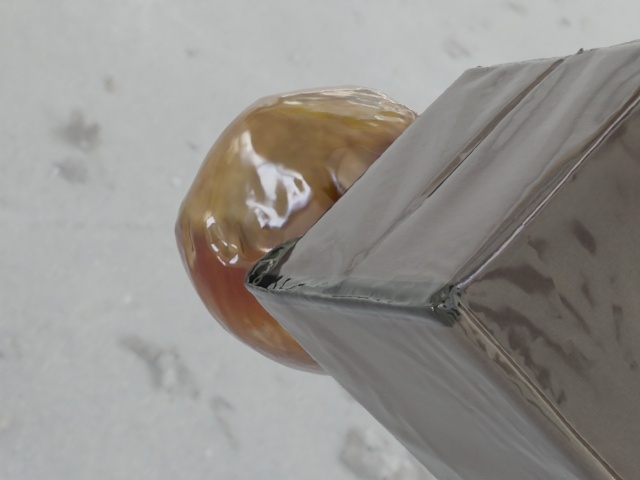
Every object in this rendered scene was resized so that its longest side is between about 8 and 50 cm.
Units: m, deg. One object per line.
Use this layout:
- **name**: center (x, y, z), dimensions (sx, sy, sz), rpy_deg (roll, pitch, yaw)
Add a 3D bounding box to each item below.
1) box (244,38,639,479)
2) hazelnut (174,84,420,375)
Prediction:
- **box**: center (0.129, 0.051, 0.727), dimensions (0.252, 0.188, 0.153), rpy_deg (46, 74, -19)
- **hazelnut**: center (0.000, 0.000, 1.018), dimensions (0.182, 0.182, 0.182), rpy_deg (22, 41, -21)
